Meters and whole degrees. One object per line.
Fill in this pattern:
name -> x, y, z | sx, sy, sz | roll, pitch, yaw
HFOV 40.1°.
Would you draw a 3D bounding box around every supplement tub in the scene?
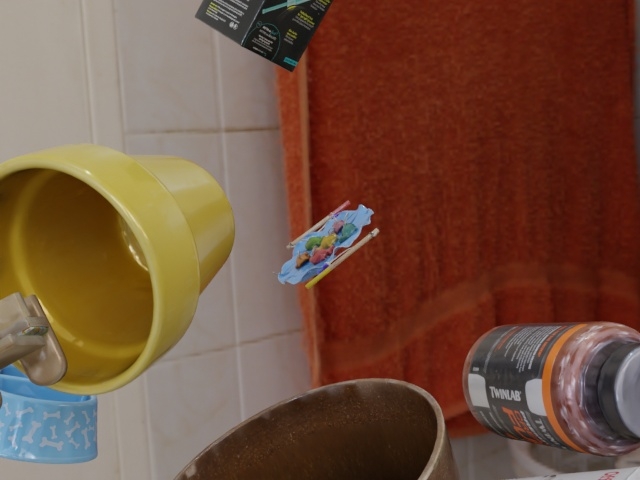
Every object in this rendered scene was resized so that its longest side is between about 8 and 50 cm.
supplement tub -> 0.205, 0.118, 0.717 | 0.106, 0.106, 0.198 | -5, -4, -20

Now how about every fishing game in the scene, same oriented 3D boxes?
fishing game -> 0.000, 0.000, 1.395 | 0.189, 0.041, 0.264 | -37, 15, 5

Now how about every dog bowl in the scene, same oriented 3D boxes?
dog bowl -> -0.375, 0.222, 1.171 | 0.166, 0.074, 0.297 | 11, -2, -15

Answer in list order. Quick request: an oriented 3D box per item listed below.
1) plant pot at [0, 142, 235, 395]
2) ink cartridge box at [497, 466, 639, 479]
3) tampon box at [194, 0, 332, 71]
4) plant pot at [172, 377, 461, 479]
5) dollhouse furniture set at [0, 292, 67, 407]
plant pot -> -0.219, 0.008, 0.973 | 0.254, 0.254, 0.239 | -1, 16, 25
ink cartridge box -> 0.245, 0.388, 1.112 | 0.307, 0.129, 0.223 | -17, -7, 34
tampon box -> -0.062, -0.326, 1.147 | 0.101, 0.161, 0.120 | 37, 12, 32
plant pot -> 0.025, 0.252, 0.605 | 0.215, 0.230, 0.215 | -22, 16, 7
dollhouse furniture set -> -0.355, 0.164, 0.775 | 0.242, 0.161, 0.212 | -28, -8, 0
